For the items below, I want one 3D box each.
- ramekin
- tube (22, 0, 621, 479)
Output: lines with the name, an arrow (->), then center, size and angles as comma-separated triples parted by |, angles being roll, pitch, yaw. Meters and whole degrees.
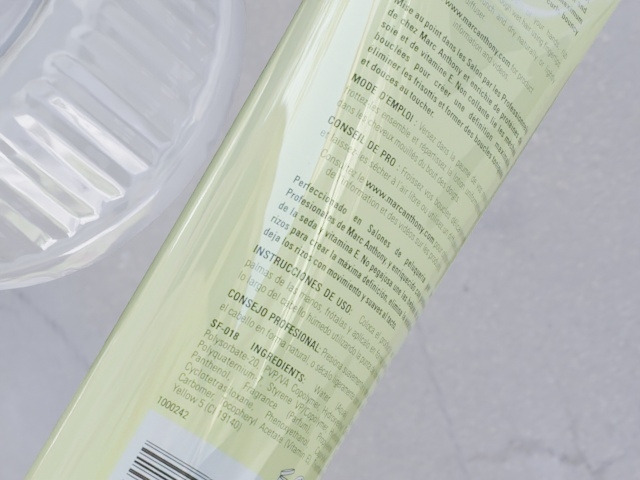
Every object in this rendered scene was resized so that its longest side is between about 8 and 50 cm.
ramekin -> -0.142, -0.092, 0.625 | 0.207, 0.207, 0.109 | 49, -178, 26
tube -> 0.000, 0.000, 0.397 | 0.062, 0.240, 0.070 | 29, 170, 13
